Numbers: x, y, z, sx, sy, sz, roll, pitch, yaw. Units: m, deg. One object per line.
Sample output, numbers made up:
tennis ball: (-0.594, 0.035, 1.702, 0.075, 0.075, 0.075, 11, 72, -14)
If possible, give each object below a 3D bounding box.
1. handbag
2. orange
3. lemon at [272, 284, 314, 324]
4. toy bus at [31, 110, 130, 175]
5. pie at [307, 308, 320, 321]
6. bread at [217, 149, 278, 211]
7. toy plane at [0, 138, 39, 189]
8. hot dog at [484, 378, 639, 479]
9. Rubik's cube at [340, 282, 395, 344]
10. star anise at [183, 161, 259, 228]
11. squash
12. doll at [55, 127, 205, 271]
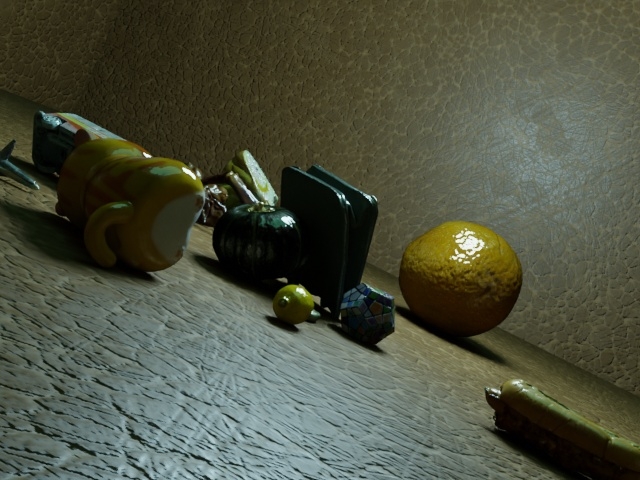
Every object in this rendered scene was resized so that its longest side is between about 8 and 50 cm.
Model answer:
handbag: (0.002, -0.001, 1.495, 0.079, 0.260, 0.247, -7, 25, -30)
orange: (0.370, 0.102, 2.074, 0.322, 0.322, 0.357, 24, -4, -17)
lemon: (-0.043, 0.100, 1.179, 0.062, 0.062, 0.083, 27, 3, 22)
toy bus: (-0.461, -0.169, 1.526, 0.265, 0.121, 0.120, 27, 28, 29)
pie: (-0.038, 0.116, 1.315, 0.084, 0.020, 0.084, 25, 3, -1)
bread: (-0.207, -0.100, 2.096, 0.260, 0.156, 0.158, 59, 13, -15)
toy plane: (-0.570, -0.170, 1.267, 0.262, 0.088, 0.192, 26, 2, 2)
hot dog: (0.343, 0.283, 1.094, 0.249, 0.076, 0.102, 29, -32, 25)
Rubik's cube: (0.086, 0.131, 1.361, 0.093, 0.111, 0.111, 55, -10, -25)
star anise: (-0.284, -0.109, 1.925, 0.346, 0.148, 0.237, 16, -7, 43)
squash: (-0.113, 0.003, 1.428, 0.193, 0.156, 0.193, 16, 24, -7)
doll: (-0.281, -0.058, 1.098, 0.162, 0.166, 0.269, 25, 0, -36)
